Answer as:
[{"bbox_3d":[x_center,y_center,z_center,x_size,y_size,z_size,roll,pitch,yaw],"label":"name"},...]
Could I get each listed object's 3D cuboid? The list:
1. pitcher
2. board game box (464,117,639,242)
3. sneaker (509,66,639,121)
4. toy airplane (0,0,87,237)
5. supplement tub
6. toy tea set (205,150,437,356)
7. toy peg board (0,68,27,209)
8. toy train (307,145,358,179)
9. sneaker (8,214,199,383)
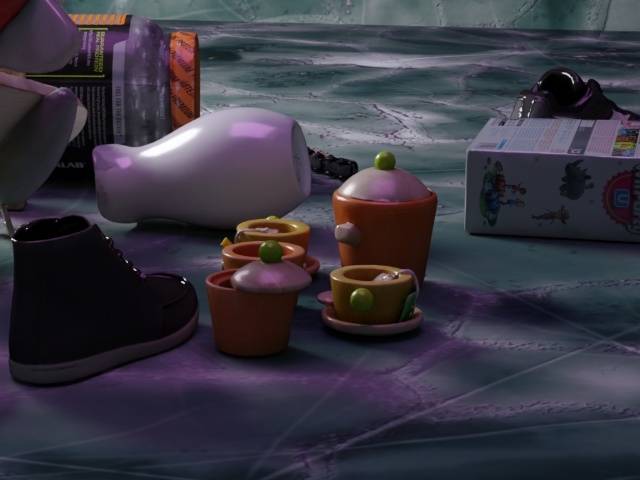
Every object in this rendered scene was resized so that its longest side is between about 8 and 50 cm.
[{"bbox_3d":[-0.113,-0.068,1.863,0.207,0.125,0.178,-8,-4,13],"label":"pitcher"},{"bbox_3d":[0.318,-0.067,1.889,0.303,0.097,0.224,2,14,13],"label":"board game box"},{"bbox_3d":[0.315,-0.143,2.125,0.098,0.135,0.276,10,15,40],"label":"sneaker"},{"bbox_3d":[-0.371,-0.107,1.654,0.386,0.272,0.384,-16,-10,-21],"label":"toy airplane"},{"bbox_3d":[-0.302,-0.172,2.096,0.316,0.193,0.193,1,13,0],"label":"supplement tub"},{"bbox_3d":[0.000,0.000,1.530,0.200,0.124,0.336,1,13,4],"label":"toy tea set"},{"bbox_3d":[-0.394,-0.122,1.956,0.161,0.161,0.079,2,9,8],"label":"toy peg board"},{"bbox_3d":[-0.003,-0.099,2.156,0.036,0.027,0.158,-4,14,-32],"label":"toy train"},{"bbox_3d":[-0.164,0.030,1.411,0.083,0.118,0.222,7,15,25],"label":"sneaker"}]
